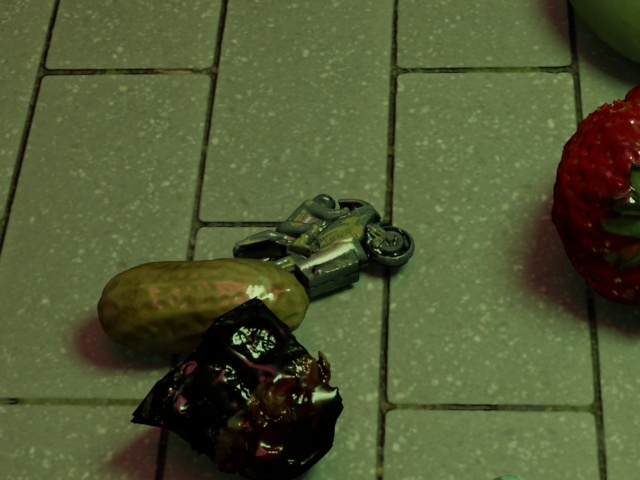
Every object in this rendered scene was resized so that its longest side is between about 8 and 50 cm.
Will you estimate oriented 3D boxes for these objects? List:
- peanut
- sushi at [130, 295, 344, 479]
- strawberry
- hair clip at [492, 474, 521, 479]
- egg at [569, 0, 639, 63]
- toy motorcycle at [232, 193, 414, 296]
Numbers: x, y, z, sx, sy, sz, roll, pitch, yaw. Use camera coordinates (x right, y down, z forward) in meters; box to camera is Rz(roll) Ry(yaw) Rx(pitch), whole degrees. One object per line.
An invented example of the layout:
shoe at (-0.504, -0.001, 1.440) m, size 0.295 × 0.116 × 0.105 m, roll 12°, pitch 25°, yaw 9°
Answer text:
peanut at (-0.123, 0.068, 1.711) m, size 0.226 × 0.108 × 0.095 m, roll -6°, pitch 63°, yaw 10°
sushi at (-0.061, 0.162, 1.592) m, size 0.150 × 0.172 × 0.153 m, roll 49°, pitch 42°, yaw 12°
strawberry at (0.372, -0.061, 1.718) m, size 0.257 × 0.257 × 0.277 m, roll 3°, pitch 33°, yaw 8°
hair clip at (0.258, 0.366, 1.331) m, size 0.238 × 0.392 × 0.318 m, roll -7°, pitch 42°, yaw -35°
egg at (0.403, -0.317, 1.931) m, size 0.218 × 0.218 × 0.295 m, roll -39°, pitch 44°, yaw -25°
toy motorcycle at (0.000, 0.000, 1.795) m, size 0.193 × 0.061 × 0.124 m, roll -15°, pitch 49°, yaw -9°
